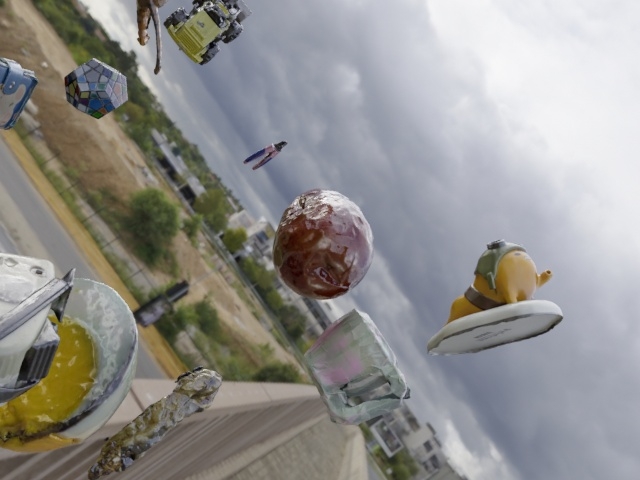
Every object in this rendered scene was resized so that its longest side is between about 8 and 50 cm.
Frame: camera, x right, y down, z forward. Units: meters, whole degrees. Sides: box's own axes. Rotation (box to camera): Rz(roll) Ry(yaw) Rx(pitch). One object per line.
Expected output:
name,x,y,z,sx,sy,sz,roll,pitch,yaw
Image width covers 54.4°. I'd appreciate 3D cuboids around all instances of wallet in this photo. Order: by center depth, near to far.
wallet,-0.620,-0.280,1.175,0.059,0.141,0.202,33,4,-5

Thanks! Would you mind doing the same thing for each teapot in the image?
teapot,0.071,0.273,1.294,0.221,0.178,0.163,57,-1,17

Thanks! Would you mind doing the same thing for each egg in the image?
egg,-0.473,0.243,1.143,0.337,0.337,0.201,52,-15,31

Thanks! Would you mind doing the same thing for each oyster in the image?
oyster,-0.354,0.408,1.358,0.079,0.345,0.128,42,-20,32

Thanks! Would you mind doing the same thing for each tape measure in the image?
tape measure,-0.407,0.095,0.715,0.271,0.132,0.231,14,23,-36

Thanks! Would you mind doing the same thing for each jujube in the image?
jujube,0.000,0.000,1.368,0.223,0.223,0.318,58,6,-23

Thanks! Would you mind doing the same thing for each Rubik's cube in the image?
Rubik's cube,-0.405,-0.274,1.126,0.111,0.111,0.093,55,-20,5

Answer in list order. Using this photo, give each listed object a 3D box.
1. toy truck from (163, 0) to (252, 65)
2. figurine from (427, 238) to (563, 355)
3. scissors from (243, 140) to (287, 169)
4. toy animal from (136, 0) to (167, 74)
toy truck,-0.250,-0.521,1.462,0.111,0.285,0.136,-21,-60,43
figurine,0.253,0.088,0.976,0.250,0.167,0.140,-32,-122,47
scissors,-0.116,-0.187,1.349,0.039,0.113,0.012,35,39,-41
toy animal,-0.256,-0.388,0.952,0.116,0.114,0.255,-75,156,-79
